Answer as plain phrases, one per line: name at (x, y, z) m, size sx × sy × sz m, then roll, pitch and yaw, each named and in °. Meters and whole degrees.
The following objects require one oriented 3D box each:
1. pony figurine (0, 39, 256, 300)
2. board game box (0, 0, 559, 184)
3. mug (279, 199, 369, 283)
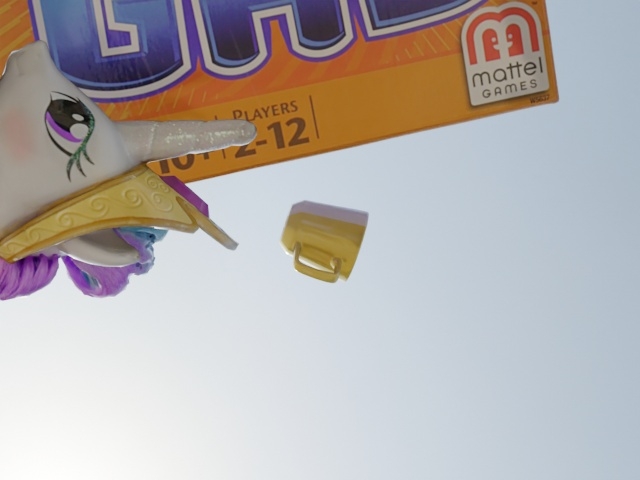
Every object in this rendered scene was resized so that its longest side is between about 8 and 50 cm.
pony figurine at (-0.247, -0.052, 0.368) m, size 0.351 × 0.363 × 0.303 m, roll -39°, pitch -164°, yaw -7°
board game box at (-0.074, -0.255, 0.735) m, size 0.356 × 0.356 × 0.357 m, roll -13°, pitch -75°, yaw -5°
mug at (0.001, -0.004, 0.804) m, size 0.064 × 0.078 × 0.062 m, roll 19°, pitch -85°, yaw -4°
